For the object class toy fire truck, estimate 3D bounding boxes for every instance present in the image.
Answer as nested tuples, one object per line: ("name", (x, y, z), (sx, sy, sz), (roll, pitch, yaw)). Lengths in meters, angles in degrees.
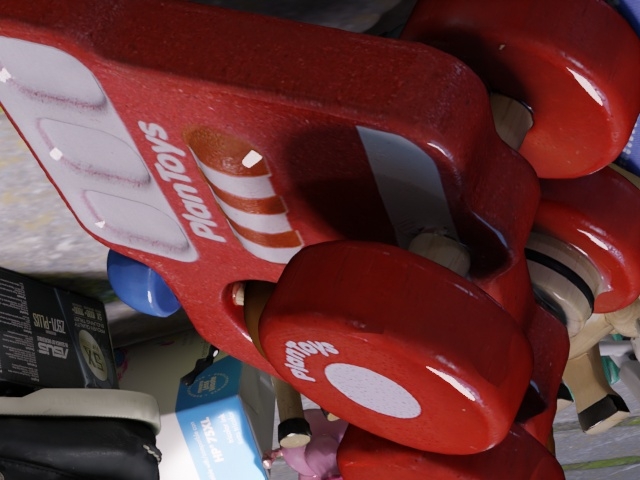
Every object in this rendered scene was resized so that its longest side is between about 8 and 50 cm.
("toy fire truck", (0.000, 0.000, 0.651), (0.254, 0.169, 0.302), (16, 155, 23))

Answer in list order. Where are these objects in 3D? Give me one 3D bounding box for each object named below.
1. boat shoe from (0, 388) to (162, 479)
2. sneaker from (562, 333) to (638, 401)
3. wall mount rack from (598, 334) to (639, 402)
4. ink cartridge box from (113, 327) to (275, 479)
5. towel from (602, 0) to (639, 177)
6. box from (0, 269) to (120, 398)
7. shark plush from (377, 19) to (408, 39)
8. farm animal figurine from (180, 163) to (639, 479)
("boat shoe", (-0.243, 0.156, 0.870), (0.340, 0.113, 0.127), (4, 154, -39))
("sneaker", (0.214, 0.113, 1.347), (0.224, 0.083, 0.098), (4, 160, -43))
("wall mount rack", (0.389, 0.110, 1.200), (0.304, 0.350, 0.130), (-1, 124, -25))
("ink cartridge box", (-0.154, 0.141, 1.090), (0.231, 0.078, 0.134), (-15, -158, 6))
("towel", (0.202, -0.052, 0.555), (0.336, 0.040, 0.243), (30, 162, 16))
("box", (-0.240, 0.081, 0.956), (0.147, 0.077, 0.180), (-20, 160, 19))
("shark plush", (0.014, -0.072, 0.716), (0.067, 0.073, 0.161), (31, 150, -19))
("farm animal figurine", (0.114, 0.039, 0.950), (0.327, 0.172, 0.330), (-28, 150, 14))
